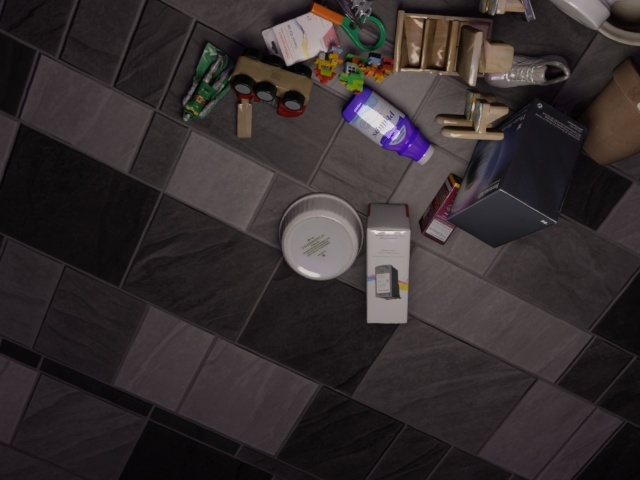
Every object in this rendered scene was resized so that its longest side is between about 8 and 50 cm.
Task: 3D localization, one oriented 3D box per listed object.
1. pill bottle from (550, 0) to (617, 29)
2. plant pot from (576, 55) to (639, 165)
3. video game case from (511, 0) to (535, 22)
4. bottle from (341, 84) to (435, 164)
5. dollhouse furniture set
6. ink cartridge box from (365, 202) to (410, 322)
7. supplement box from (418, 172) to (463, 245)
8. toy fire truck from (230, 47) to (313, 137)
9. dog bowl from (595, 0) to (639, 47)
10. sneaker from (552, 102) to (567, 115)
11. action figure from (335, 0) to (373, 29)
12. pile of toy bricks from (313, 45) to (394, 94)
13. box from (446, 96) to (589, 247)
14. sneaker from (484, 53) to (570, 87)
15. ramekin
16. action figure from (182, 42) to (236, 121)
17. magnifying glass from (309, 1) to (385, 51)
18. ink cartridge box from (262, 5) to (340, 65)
[{"bbox_3d":[0.681,-0.678,1.422,0.210,0.210,0.362,33,110,-10],"label":"pill bottle"},{"bbox_3d":[0.824,-0.325,1.717,0.263,0.263,0.229,40,126,-12],"label":"plant pot"},{"bbox_3d":[0.470,-0.692,1.595,0.026,0.196,0.274,-20,110,13],"label":"video game case"},{"bbox_3d":[0.199,-0.323,1.820,0.283,0.092,0.118,35,108,-11],"label":"bottle"},{"bbox_3d":[0.321,-0.478,1.586,0.257,0.394,0.361,4,113,2],"label":"dollhouse furniture set"},{"bbox_3d":[0.201,0.065,1.910,0.131,0.226,0.306,0,114,5],"label":"ink cartridge box"},{"bbox_3d":[0.380,-0.093,1.898,0.081,0.104,0.188,27,112,-9],"label":"supplement box"},{"bbox_3d":[-0.154,-0.394,1.801,0.217,0.246,0.158,16,72,-9],"label":"toy fire truck"},{"bbox_3d":[0.820,-0.703,1.597,0.408,0.150,0.407,1,112,3],"label":"dog bowl"},{"bbox_3d":[0.617,-0.335,1.817,0.170,0.068,0.071,-29,91,7],"label":"sneaker"},{"bbox_3d":[0.163,-0.687,1.618,0.099,0.185,0.285,42,103,-3],"label":"action figure"},{"bbox_3d":[0.095,-0.449,1.720,0.212,0.118,0.105,7,85,-21],"label":"pile of toy bricks"},{"bbox_3d":[0.517,-0.171,1.693,0.183,0.296,0.293,28,71,-8],"label":"box"},{"bbox_3d":[0.569,-0.462,1.728,0.232,0.115,0.090,-7,112,6],"label":"sneaker"},{"bbox_3d":[0.000,0.000,1.947,0.273,0.127,0.272,1,113,3],"label":"ramekin"},{"bbox_3d":[-0.330,-0.432,1.826,0.137,0.063,0.232,35,114,-14],"label":"action figure"},{"bbox_3d":[0.076,-0.584,1.711,0.231,0.026,0.092,16,96,-28],"label":"magnifying glass"},{"bbox_3d":[-0.056,-0.558,1.751,0.198,0.067,0.115,-18,111,10],"label":"ink cartridge box"}]
